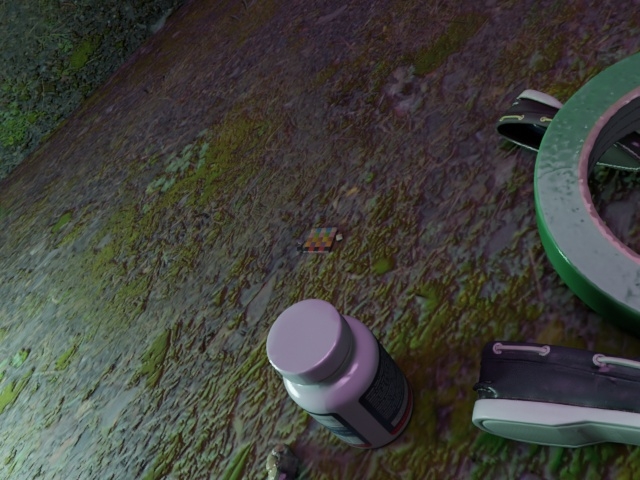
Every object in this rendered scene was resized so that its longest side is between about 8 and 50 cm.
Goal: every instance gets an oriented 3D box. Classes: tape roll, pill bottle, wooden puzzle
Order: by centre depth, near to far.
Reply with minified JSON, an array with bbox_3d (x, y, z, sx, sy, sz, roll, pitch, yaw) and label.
[{"bbox_3d":[0.384,-0.052,0.472,0.321,0.077,0.321,-10,65,21],"label":"tape roll"},{"bbox_3d":[0.023,0.143,0.518,0.108,0.180,0.108,-18,45,19],"label":"pill bottle"},{"bbox_3d":[0.000,0.000,0.793,0.083,0.006,0.049,-1,52,33],"label":"wooden puzzle"}]

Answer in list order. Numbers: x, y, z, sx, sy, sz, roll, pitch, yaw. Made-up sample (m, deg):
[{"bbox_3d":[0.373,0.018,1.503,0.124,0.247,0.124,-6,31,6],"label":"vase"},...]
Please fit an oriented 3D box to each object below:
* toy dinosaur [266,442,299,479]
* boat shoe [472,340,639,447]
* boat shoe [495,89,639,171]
[{"bbox_3d":[-0.057,0.339,0.485,0.118,0.064,0.268,-22,46,5],"label":"toy dinosaur"},{"bbox_3d":[0.282,0.131,0.410,0.303,0.114,0.091,-3,57,30],"label":"boat shoe"},{"bbox_3d":[0.336,-0.136,0.648,0.069,0.081,0.228,-44,38,1],"label":"boat shoe"}]
